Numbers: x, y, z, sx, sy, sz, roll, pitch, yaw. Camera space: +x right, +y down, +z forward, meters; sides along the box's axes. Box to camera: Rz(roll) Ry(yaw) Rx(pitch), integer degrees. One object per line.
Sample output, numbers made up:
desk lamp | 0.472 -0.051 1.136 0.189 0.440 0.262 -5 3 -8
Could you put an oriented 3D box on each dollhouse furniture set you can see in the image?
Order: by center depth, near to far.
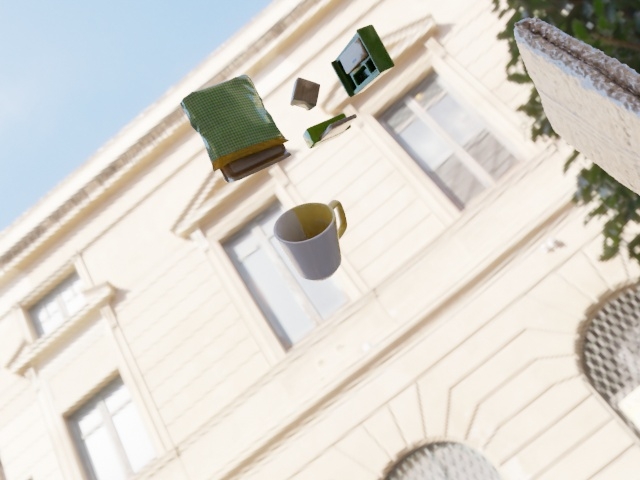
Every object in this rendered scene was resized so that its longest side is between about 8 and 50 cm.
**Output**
dollhouse furniture set | -0.021 -0.106 0.622 0.151 0.076 0.058 -27 -2 -23

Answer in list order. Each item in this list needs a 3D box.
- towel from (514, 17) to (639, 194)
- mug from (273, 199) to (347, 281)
towel | 0.326 -0.131 0.911 0.049 0.282 0.187 -38 -47 1
mug | -0.001 0.003 0.817 0.078 0.062 0.064 -25 -53 -8
